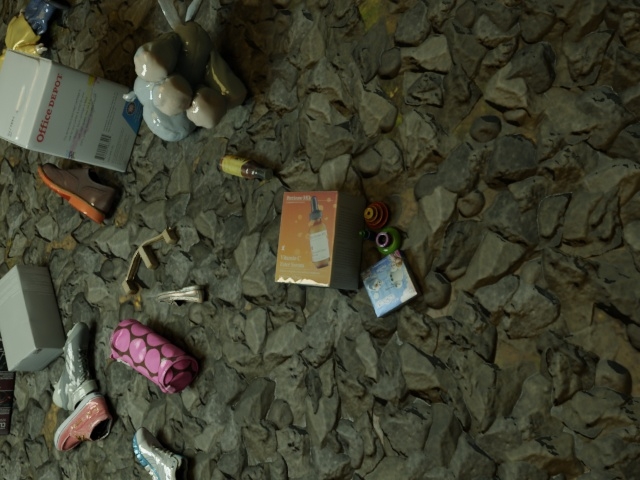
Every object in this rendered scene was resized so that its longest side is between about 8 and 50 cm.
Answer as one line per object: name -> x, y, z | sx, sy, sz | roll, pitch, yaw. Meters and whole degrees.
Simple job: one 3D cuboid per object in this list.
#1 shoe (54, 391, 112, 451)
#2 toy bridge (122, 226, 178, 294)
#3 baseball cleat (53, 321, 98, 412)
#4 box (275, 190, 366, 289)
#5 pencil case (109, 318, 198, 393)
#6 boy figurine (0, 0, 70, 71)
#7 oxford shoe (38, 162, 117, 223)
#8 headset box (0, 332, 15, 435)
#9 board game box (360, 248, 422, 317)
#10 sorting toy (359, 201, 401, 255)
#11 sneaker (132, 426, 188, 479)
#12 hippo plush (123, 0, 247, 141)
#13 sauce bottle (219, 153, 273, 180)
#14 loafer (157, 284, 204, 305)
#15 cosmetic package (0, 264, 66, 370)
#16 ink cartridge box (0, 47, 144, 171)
shoe -> -0.540, 0.435, 1.870 | 0.178, 0.063, 0.081 | -51, 51, 15
toy bridge -> -0.386, 0.037, 1.839 | 0.188, 0.026, 0.063 | -48, 56, 21
baseball cleat -> -0.554, 0.298, 1.913 | 0.109, 0.072, 0.206 | 17, 96, 23
box -> 0.000, 0.000, 1.502 | 0.130, 0.091, 0.171 | 1, 84, 38
pencil case -> -0.358, 0.249, 1.743 | 0.209, 0.095, 0.098 | 23, 66, 39
boy figurine -> -0.781, -0.540, 2.200 | 0.177, 0.092, 0.285 | 49, 113, 32
oxford shoe -> -0.587, -0.136, 1.997 | 0.271, 0.097, 0.098 | 32, 83, 32
headset box -> -0.903, 0.378, 2.133 | 0.218, 0.110, 0.293 | 0, 82, 37
board game box -> 0.122, 0.076, 1.439 | 0.090, 0.020, 0.090 | -35, 64, 28
sorting toy -> 0.099, -0.021, 1.459 | 0.061, 0.042, 0.102 | -35, 64, 29
sneaker -> -0.317, 0.458, 1.699 | 0.083, 0.071, 0.191 | -44, 65, 15
hippo plush -> -0.328, -0.331, 1.720 | 0.236, 0.234, 0.294 | -30, 84, 43
sauce bottle -> -0.150, -0.147, 1.676 | 0.128, 0.042, 0.042 | 17, 93, 36
loafer -> -0.298, 0.123, 1.747 | 0.125, 0.045, 0.039 | -14, 81, 33
cosmetic package -> -0.721, 0.192, 2.029 | 0.127, 0.107, 0.238 | -34, 66, 29
ink cartridge box -> -0.582, -0.297, 1.890 | 0.197, 0.270, 0.198 | 22, 96, 38
